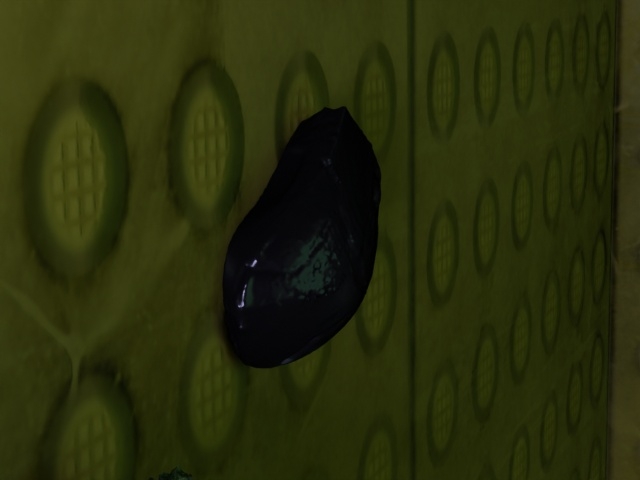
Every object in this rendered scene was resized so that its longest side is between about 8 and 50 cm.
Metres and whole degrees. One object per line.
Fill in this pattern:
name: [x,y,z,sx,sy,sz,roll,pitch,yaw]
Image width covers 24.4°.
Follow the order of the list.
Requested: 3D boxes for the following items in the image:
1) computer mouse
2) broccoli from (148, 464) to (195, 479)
computer mouse: [0.000,0.000,1.035,0.217,0.073,0.122,-64,149,-48]
broccoli: [-0.047,0.237,0.707,0.270,0.270,0.270,41,36,-40]
